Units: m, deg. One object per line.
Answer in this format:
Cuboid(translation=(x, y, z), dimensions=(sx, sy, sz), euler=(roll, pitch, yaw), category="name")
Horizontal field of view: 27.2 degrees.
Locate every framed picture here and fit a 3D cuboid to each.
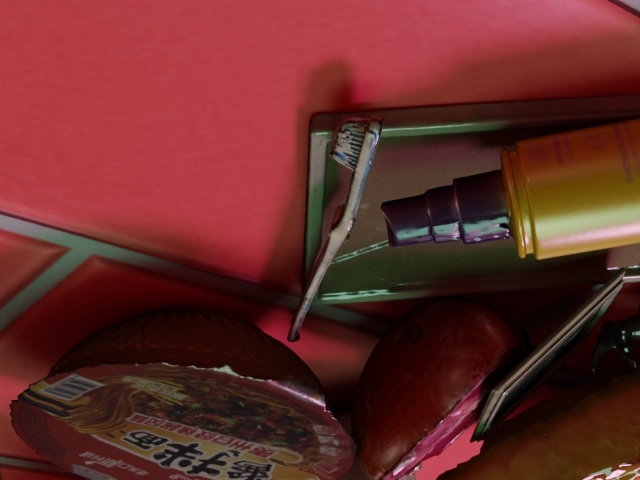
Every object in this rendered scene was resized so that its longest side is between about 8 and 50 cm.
Cuboid(translation=(0.148, -0.025, 0.939), dimensions=(0.324, 0.020, 0.240), euler=(-4, 150, -3), category="framed picture")
Cuboid(translation=(0.180, 0.099, 1.064), dimensions=(0.142, 0.011, 0.183), euler=(-41, 164, -14), category="framed picture")

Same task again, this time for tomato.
Cuboid(translation=(0.083, 0.112, 1.061), dimensions=(0.173, 0.099, 0.189), euler=(-45, 164, 10), category="tomato")

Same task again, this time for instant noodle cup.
Cuboid(translation=(-0.104, 0.120, 1.052), dimensions=(0.274, 0.090, 0.274), euler=(3, 149, 2), category="instant noodle cup")

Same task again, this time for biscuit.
Cuboid(translation=(0.219, 0.189, 1.182), dimensions=(0.296, 0.102, 0.296), euler=(-28, 166, -8), category="biscuit")

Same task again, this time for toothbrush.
Cuboid(translation=(0.006, 0.002, 0.913), dimensions=(0.028, 0.026, 0.294), euler=(15, 148, 0), category="toothbrush")

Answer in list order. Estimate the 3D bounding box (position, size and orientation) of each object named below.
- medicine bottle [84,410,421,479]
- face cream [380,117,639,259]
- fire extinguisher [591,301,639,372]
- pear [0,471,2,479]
Cuboid(translation=(-0.101, 0.303, 1.245), dimensions=(0.406, 0.235, 0.235), euler=(-12, 150, 8), category="medicine bottle")
Cuboid(translation=(0.175, -0.033, 0.833), dimensions=(0.273, 0.078, 0.078), euler=(-10, 150, 6), category="face cream")
Cuboid(translation=(0.345, 0.055, 1.053), dimensions=(0.268, 0.089, 0.072), euler=(-12, 118, 9), category="fire extinguisher")
Cuboid(translation=(-0.402, 0.241, 0.965), dimensions=(0.352, 0.352, 0.413), euler=(14, 156, -32), category="pear")
